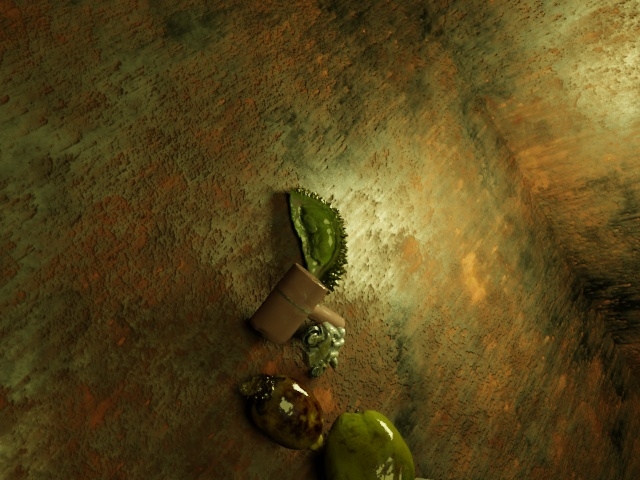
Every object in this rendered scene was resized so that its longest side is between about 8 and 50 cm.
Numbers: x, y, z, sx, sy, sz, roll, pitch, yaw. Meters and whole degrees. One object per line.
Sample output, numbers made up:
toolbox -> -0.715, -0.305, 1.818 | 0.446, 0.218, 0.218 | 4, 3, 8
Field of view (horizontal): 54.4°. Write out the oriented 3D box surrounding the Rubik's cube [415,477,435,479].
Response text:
Rubik's cube -> 0.445, 0.981, 1.907 | 0.344, 0.347, 0.346 | 48, 52, -22

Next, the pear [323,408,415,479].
pear -> 0.140, 0.650, 1.800 | 0.269, 0.269, 0.321 | -1, 67, -41

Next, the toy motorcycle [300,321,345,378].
toy motorcycle -> 0.011, 0.311, 1.820 | 0.151, 0.074, 0.228 | -31, 135, -22

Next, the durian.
durian -> 0.000, 0.000, 1.955 | 0.169, 0.158, 0.351 | -11, 86, -7

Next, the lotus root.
lotus root -> -0.083, 0.476, 1.713 | 0.314, 0.141, 0.169 | 47, 57, -23

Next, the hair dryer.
hair dryer -> -0.032, 0.226, 1.829 | 0.210, 0.125, 0.352 | -52, 140, 0
